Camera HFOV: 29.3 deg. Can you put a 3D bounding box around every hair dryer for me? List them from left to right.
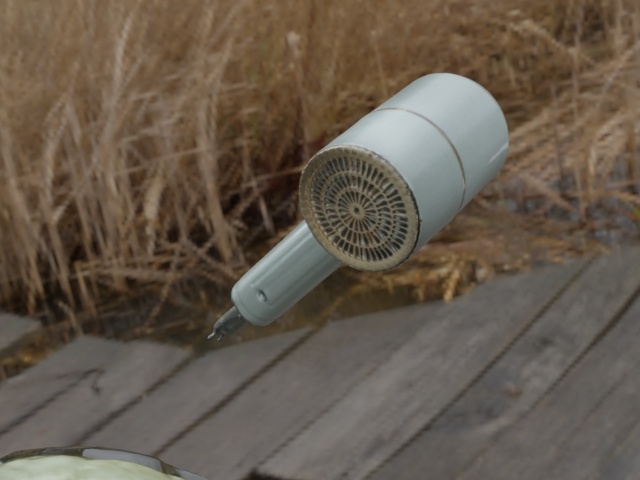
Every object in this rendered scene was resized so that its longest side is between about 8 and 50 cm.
[{"bbox_3d":[0.000,0.000,1.047,0.357,0.107,0.173,-39,-1,43],"label":"hair dryer"}]

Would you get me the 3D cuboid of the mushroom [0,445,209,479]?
[{"bbox_3d":[-0.092,0.200,0.351,0.267,0.189,0.164,-60,17,-5],"label":"mushroom"}]
